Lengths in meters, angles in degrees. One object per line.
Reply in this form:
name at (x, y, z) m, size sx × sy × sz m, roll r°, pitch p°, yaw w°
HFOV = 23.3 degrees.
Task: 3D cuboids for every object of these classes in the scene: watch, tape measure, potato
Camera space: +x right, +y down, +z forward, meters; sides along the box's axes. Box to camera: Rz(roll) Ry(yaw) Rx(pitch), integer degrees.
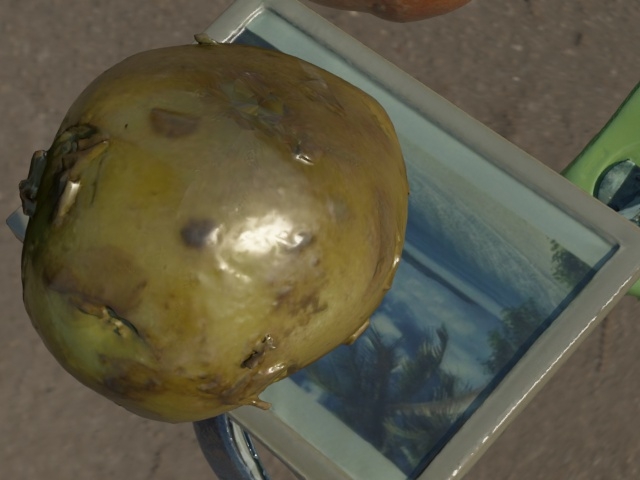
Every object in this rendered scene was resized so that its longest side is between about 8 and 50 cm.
watch at (-0.014, 0.131, 1.229) m, size 0.068 × 0.206 × 0.193 m, roll -10°, pitch 47°, yaw 54°
tape measure at (0.283, -0.037, 1.298) m, size 0.200 × 0.106 × 0.175 m, roll -47°, pitch 69°, yaw 15°
potato at (-0.034, -0.012, 0.580) m, size 0.137 × 0.176 × 0.137 m, roll 11°, pitch 129°, yaw 13°

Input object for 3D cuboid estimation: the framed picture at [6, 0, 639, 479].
framed picture at (0.000, 0.000, 0.896) m, size 0.315 × 0.024 × 0.232 m, roll 37°, pitch 74°, yaw 24°

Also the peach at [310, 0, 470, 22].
peach at (0.053, -0.312, 1.377) m, size 0.252 × 0.252 × 0.252 m, roll 1°, pitch 93°, yaw 20°
